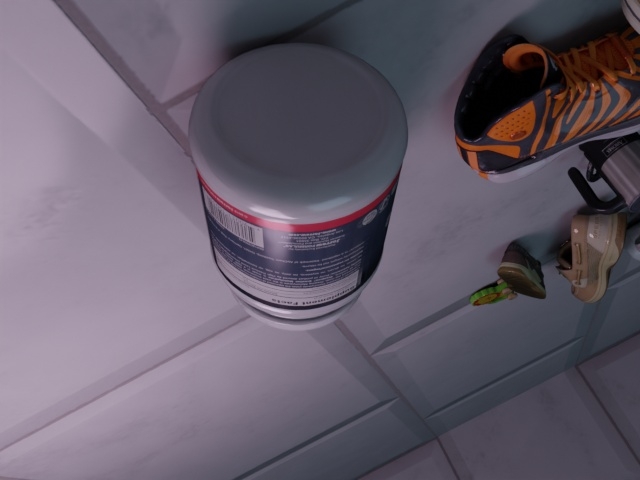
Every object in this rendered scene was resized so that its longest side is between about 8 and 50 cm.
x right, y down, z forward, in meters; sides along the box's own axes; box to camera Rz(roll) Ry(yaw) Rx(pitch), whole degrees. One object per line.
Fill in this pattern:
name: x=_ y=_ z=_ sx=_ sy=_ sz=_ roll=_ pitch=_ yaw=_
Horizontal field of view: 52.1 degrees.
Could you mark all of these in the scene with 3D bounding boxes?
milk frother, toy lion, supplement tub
milk frother: x=0.484 y=-0.108 z=1.040 sx=0.143 sy=0.135 sz=0.129 roll=-1 pitch=143 yaw=-40
toy lion: x=0.383 y=0.123 z=1.460 sx=0.096 sy=0.034 sz=0.100 roll=-28 pitch=153 yaw=18
supplement tub: x=-0.023 y=-0.040 z=0.660 sx=0.191 sy=0.191 sz=0.272 roll=-19 pitch=152 yaw=-14

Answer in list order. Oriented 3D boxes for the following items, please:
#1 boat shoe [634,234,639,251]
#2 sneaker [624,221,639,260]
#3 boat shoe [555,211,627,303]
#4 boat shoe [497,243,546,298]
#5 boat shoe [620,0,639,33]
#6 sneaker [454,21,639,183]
boat shoe: x=0.747 y=-0.089 z=1.330 sx=0.302 sy=0.103 sz=0.113 roll=-53 pitch=178 yaw=33
sneaker: x=0.842 y=-0.019 z=1.528 sx=0.292 sy=0.108 sz=0.169 roll=4 pitch=142 yaw=-43
boat shoe: x=0.560 y=0.033 z=1.391 sx=0.110 sy=0.122 sz=0.341 roll=7 pitch=153 yaw=16
boat shoe: x=0.422 y=0.065 z=1.341 sx=0.223 sy=0.080 sz=0.074 roll=31 pitch=74 yaw=-55
boat shoe: x=0.562 y=-0.337 z=0.674 sx=0.499 sy=0.187 sz=0.156 roll=-17 pitch=157 yaw=-8
sneaker: x=0.302 y=-0.188 z=0.759 sx=0.321 sy=0.125 sz=0.180 roll=-34 pitch=152 yaw=13
